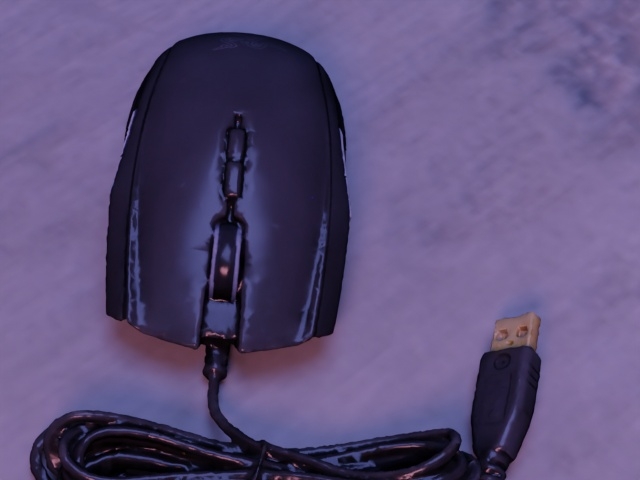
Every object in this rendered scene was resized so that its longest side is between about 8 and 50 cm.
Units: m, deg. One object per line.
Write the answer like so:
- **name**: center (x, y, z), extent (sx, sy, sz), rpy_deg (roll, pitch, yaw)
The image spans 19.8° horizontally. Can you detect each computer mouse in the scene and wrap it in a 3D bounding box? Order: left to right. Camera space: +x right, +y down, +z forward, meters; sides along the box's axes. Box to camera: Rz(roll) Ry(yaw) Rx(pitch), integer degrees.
- **computer mouse**: center (0.000, 0.000, 0.724), extent (0.184, 0.060, 0.262), rpy_deg (9, 48, 1)
